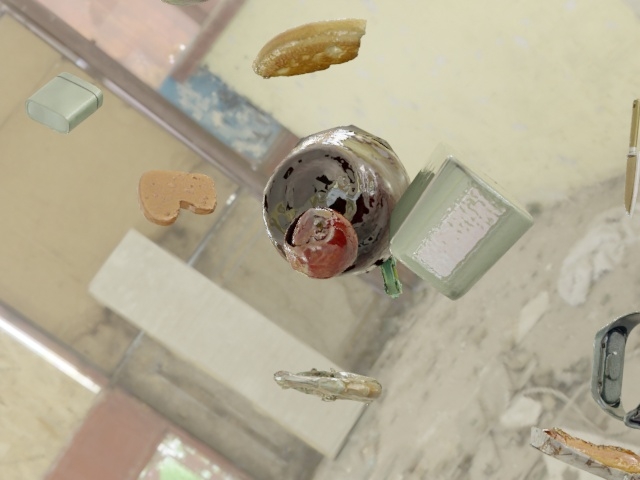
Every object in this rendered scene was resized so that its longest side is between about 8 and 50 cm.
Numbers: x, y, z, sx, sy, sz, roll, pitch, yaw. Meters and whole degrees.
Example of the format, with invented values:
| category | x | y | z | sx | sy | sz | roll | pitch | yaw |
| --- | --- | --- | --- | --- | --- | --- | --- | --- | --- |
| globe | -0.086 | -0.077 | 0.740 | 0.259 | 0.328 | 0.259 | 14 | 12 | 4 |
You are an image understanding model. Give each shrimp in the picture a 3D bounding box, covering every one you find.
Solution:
| category | x | y | z | sx | sy | sz | roll | pitch | yaw |
| --- | --- | --- | --- | --- | --- | --- | --- | --- | --- |
| shrimp | -0.002 | 0.340 | 2.177 | 0.360 | 0.247 | 0.085 | -6 | 74 | 60 |

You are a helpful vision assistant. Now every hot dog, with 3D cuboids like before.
| category | x | y | z | sx | sy | sz | roll | pitch | yaw |
| --- | --- | --- | --- | --- | --- | --- | --- | --- | --- |
| hot dog | 0.431 | 0.345 | 1.475 | 0.108 | 0.191 | 0.059 | 62 | -132 | -77 |

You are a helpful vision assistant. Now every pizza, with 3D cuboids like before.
| category | x | y | z | sx | sy | sz | roll | pitch | yaw |
| --- | --- | --- | --- | --- | --- | --- | --- | --- | --- |
| pizza | -0.017 | -0.363 | 1.738 | 0.271 | 0.134 | 0.056 | -18 | 69 | 45 |

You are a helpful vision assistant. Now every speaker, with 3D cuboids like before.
| category | x | y | z | sx | sy | sz | roll | pitch | yaw |
| --- | --- | --- | --- | --- | --- | --- | --- | --- | --- |
| speaker | 0.232 | -0.041 | 1.607 | 0.184 | 0.183 | 0.406 | -51 | 2 | 11 |

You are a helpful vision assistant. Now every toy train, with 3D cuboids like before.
| category | x | y | z | sx | sy | sz | roll | pitch | yaw |
| --- | --- | --- | --- | --- | --- | --- | --- | --- | --- |
| toy train | 0.178 | 0.089 | 2.325 | 0.050 | 0.122 | 0.081 | -14 | -10 | 8 |

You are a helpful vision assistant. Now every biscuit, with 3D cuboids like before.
| category | x | y | z | sx | sy | sz | roll | pitch | yaw |
| --- | --- | --- | --- | --- | --- | --- | --- | --- | --- |
| biscuit | -0.330 | -0.093 | 2.128 | 0.186 | 0.192 | 0.036 | -112 | 34 | -45 |

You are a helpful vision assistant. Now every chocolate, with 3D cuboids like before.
| category | x | y | z | sx | sy | sz | roll | pitch | yaw |
| --- | --- | --- | --- | --- | --- | --- | --- | --- | --- |
| chocolate | 0.014 | -0.073 | 2.113 | 0.383 | 0.383 | 0.331 | -48 | -10 | 20 |

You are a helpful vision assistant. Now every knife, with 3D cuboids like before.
| category | x | y | z | sx | sy | sz | roll | pitch | yaw |
| --- | --- | --- | --- | --- | --- | --- | --- | --- | --- |
| knife | 0.648 | -0.172 | 1.903 | 0.046 | 0.022 | 0.256 | 167 | 111 | -73 |

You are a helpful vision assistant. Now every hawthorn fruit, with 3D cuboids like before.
| category | x | y | z | sx | sy | sz | roll | pitch | yaw |
| --- | --- | --- | --- | --- | --- | --- | --- | --- | --- |
| hawthorn fruit | 0.000 | 0.000 | 1.792 | 0.148 | 0.148 | 0.172 | -55 | -10 | -13 |

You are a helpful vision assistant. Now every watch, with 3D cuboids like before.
| category | x | y | z | sx | sy | sz | roll | pitch | yaw |
| --- | --- | --- | --- | --- | --- | --- | --- | --- | --- |
| watch | 0.560 | 0.229 | 1.622 | 0.193 | 0.068 | 0.206 | 169 | 112 | -67 |

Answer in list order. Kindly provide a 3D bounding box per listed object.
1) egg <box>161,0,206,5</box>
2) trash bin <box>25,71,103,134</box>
| category | x | y | z | sx | sy | sz | roll | pitch | yaw |
| --- | --- | --- | --- | --- | --- | --- | --- | --- | --- |
| egg | -0.185 | -0.382 | 1.282 | 0.135 | 0.103 | 0.103 | -13 | 11 | -6 |
| trash bin | -0.561 | -0.302 | 2.013 | 0.130 | 0.116 | 0.059 | -56 | -12 | -45 |
